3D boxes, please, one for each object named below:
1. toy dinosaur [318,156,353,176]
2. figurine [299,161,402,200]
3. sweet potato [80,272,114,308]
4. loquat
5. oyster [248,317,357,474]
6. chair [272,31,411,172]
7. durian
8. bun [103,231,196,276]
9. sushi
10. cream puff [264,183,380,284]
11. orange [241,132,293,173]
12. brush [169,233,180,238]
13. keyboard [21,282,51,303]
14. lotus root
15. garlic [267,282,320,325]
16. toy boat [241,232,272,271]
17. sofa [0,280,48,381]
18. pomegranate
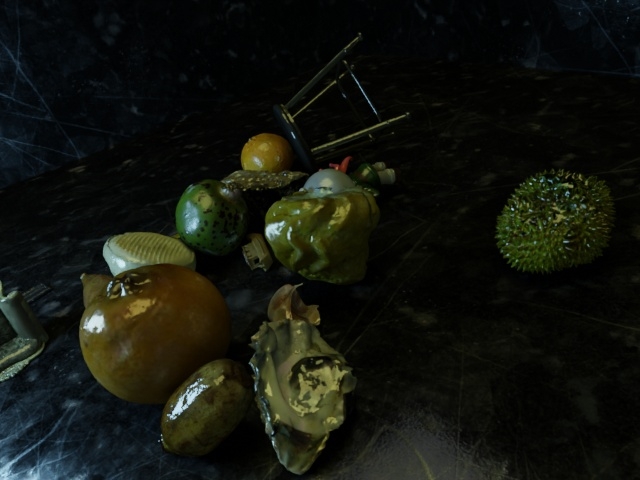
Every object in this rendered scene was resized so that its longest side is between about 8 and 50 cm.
[{"bbox_3d":[0.088,-0.241,1.978,0.139,0.070,0.286,23,43,32],"label":"toy dinosaur"},{"bbox_3d":[0.096,-0.173,1.755,0.370,0.167,0.281,-21,45,-21],"label":"figurine"},{"bbox_3d":[-0.630,0.168,1.538,0.337,0.131,0.131,15,41,40],"label":"sweet potato"},{"bbox_3d":[-0.362,0.202,1.180,0.329,0.328,0.328,-11,31,6],"label":"loquat"},{"bbox_3d":[-0.045,0.290,1.069,0.238,0.114,0.351,18,41,-21],"label":"oyster"},{"bbox_3d":[0.057,-0.492,2.064,0.410,0.364,0.362,-31,0,-1],"label":"chair"},{"bbox_3d":[0.573,-0.044,1.296,0.291,0.225,0.291,-23,52,33],"label":"durian"},{"bbox_3d":[-0.521,0.073,1.608,0.287,0.146,0.287,13,14,-3],"label":"bun"},{"bbox_3d":[-0.207,-0.158,1.846,0.350,0.170,0.211,0,32,22],"label":"sushi"},{"bbox_3d":[0.003,0.001,1.391,0.323,0.269,0.274,-4,13,33],"label":"cream puff"},{"bbox_3d":[-0.215,-0.333,2.131,0.219,0.193,0.219,-14,46,15],"label":"orange"},{"bbox_3d":[-0.538,-0.003,1.890,0.218,0.010,0.082,-27,32,-22],"label":"brush"},{"bbox_3d":[-1.008,0.217,1.720,0.087,0.017,0.250,16,41,42],"label":"keyboard"},{"bbox_3d":[-0.235,0.339,1.047,0.260,0.128,0.145,-44,47,17],"label":"lotus root"},{"bbox_3d":[-0.074,0.181,1.310,0.124,0.099,0.174,-26,30,10],"label":"garlic"},{"bbox_3d":[-0.202,0.035,1.640,0.077,0.057,0.200,-25,31,-5],"label":"toy boat"},{"bbox_3d":[-0.904,0.262,1.425,0.258,0.200,0.182,-34,34,-33],"label":"sofa"},{"bbox_3d":[-0.336,-0.082,1.683,0.270,0.254,0.254,-54,23,21],"label":"pomegranate"}]
